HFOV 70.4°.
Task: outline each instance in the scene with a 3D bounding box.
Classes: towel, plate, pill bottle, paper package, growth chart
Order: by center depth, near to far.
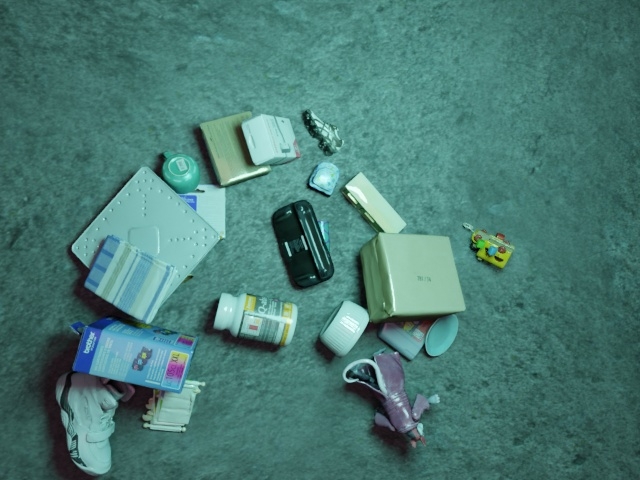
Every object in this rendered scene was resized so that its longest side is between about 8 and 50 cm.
[{"bbox_3d":[-0.628,0.124,1.497,0.285,0.034,0.209,25,88,14],"label":"towel"},{"bbox_3d":[-0.530,0.586,1.620,0.172,0.021,0.237,20,103,-12],"label":"growth chart"},{"bbox_3d":[-0.234,0.281,1.641,0.279,0.162,0.162,14,87,-11],"label":"pill bottle"},{"bbox_3d":[0.331,0.138,1.667,0.325,0.168,0.309,3,69,-26],"label":"paper package"},{"bbox_3d":[0.479,0.372,1.813,0.188,0.024,0.188,-14,115,-31],"label":"plate"}]

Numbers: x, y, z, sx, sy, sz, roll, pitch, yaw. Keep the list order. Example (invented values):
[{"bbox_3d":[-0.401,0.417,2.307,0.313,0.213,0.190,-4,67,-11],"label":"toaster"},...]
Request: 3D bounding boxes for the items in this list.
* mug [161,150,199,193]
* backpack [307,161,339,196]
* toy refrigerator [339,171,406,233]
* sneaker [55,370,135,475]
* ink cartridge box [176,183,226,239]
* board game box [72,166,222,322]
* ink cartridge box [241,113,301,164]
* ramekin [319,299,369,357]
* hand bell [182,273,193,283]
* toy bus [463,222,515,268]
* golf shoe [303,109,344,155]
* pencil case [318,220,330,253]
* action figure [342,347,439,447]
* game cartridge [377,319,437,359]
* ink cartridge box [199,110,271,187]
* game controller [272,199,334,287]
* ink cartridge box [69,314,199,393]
[{"bbox_3d":[-0.510,-0.247,1.613,0.158,0.097,0.129,20,70,-5],"label":"mug"},{"bbox_3d":[0.018,-0.240,1.735,0.105,0.084,0.114,25,82,-12],"label":"backpack"},{"bbox_3d":[0.199,-0.128,1.759,0.094,0.102,0.269,-43,97,-8],"label":"toy refrigerator"},{"bbox_3d":[-0.735,0.599,1.527,0.210,0.137,0.365,-19,89,10],"label":"sneaker"},{"bbox_3d":[-0.449,-0.104,1.654,0.206,0.045,0.208,0,73,-11],"label":"ink cartridge box"},{"bbox_3d":[-0.592,0.010,1.551,0.390,0.050,0.390,41,90,13],"label":"board game box"},{"bbox_3d":[-0.172,-0.358,1.628,0.092,0.218,0.158,-17,93,26],"label":"ink cartridge box"},{"bbox_3d":[0.085,0.320,1.685,0.109,0.207,0.207,35,83,1],"label":"ramekin"},{"bbox_3d":[-0.559,0.042,1.628,0.126,0.126,0.242,-23,80,-10],"label":"hand bell"},{"bbox_3d":[0.677,0.033,1.843,0.191,0.202,0.104,9,118,-17],"label":"toy bus"},{"bbox_3d":[0.013,-0.427,1.749,0.094,0.077,0.198,-39,103,-20],"label":"golf shoe"},{"bbox_3d":[0.000,0.000,1.738,0.070,0.064,0.151,-1,89,7],"label":"pencil case"},{"bbox_3d":[0.282,0.582,1.672,0.248,0.276,0.370,-34,68,7],"label":"action figure"},{"bbox_3d":[0.367,0.303,1.811,0.196,0.060,0.294,37,83,-4],"label":"game cartridge"},{"bbox_3d":[-0.312,-0.330,1.662,0.193,0.088,0.234,-20,93,-17],"label":"ink cartridge box"},{"bbox_3d":[-0.067,0.013,1.695,0.167,0.067,0.319,-22,84,24],"label":"game controller"},{"bbox_3d":[-0.625,0.364,1.509,0.396,0.270,0.151,15,85,-10],"label":"ink cartridge box"}]
